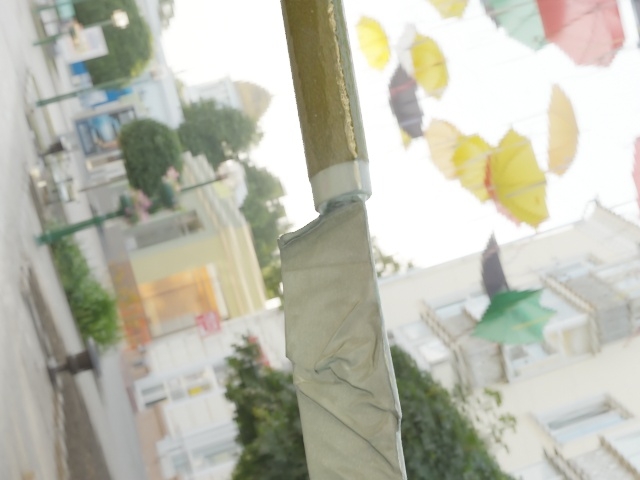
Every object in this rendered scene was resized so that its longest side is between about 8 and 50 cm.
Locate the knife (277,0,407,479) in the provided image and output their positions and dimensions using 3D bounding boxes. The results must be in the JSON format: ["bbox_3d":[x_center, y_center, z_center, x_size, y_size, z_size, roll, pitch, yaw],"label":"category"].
[{"bbox_3d":[0.001,0.001,0.376,0.017,0.047,0.297,25,51,-53],"label":"knife"}]
